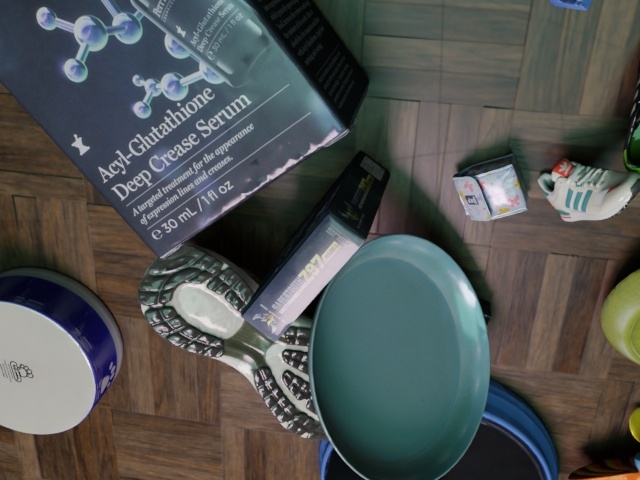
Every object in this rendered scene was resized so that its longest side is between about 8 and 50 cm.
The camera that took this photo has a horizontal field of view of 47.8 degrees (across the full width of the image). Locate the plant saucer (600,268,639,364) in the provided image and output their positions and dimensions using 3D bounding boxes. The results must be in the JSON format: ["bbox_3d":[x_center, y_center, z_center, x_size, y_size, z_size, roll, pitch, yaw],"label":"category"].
[{"bbox_3d":[0.503,0.111,0.963,0.241,0.037,0.240,6,135,6],"label":"plant saucer"}]

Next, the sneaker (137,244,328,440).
[{"bbox_3d":[-0.076,0.128,1.049,0.410,0.182,0.158,42,95,-20],"label":"sneaker"}]

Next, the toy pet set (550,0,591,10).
[{"bbox_3d":[0.309,-0.319,0.815,0.122,0.065,0.114,29,83,-8],"label":"toy pet set"}]

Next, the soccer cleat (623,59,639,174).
[{"bbox_3d":[0.391,-0.163,0.837,0.060,0.072,0.178,13,99,25],"label":"soccer cleat"}]

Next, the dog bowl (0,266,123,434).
[{"bbox_3d":[-0.466,0.182,1.173,0.265,0.104,0.264,4,118,8],"label":"dog bowl"}]

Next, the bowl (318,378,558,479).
[{"bbox_3d":[0.186,0.386,1.176,0.392,0.077,0.390,4,118,8],"label":"bowl"}]

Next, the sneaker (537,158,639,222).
[{"bbox_3d":[0.322,-0.067,0.886,0.075,0.161,0.057,43,80,-6],"label":"sneaker"}]

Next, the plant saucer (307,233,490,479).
[{"bbox_3d":[0.101,0.150,0.924,0.044,0.317,0.317,-9,120,51],"label":"plant saucer"}]

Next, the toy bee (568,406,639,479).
[{"bbox_3d":[0.534,0.354,1.062,0.298,0.162,0.195,8,100,38],"label":"toy bee"}]

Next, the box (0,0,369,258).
[{"bbox_3d":[-0.180,-0.234,0.848,0.294,0.212,0.395,-32,106,24],"label":"box"}]

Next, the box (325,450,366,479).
[{"bbox_3d":[0.088,0.419,1.114,0.156,0.093,0.158,3,118,9],"label":"box"}]

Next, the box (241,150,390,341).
[{"bbox_3d":[0.000,0.000,0.921,0.059,0.232,0.183,37,117,-4],"label":"box"}]

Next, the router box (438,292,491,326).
[{"bbox_3d":[0.141,0.117,1.062,0.179,0.046,0.133,25,117,-3],"label":"router box"}]

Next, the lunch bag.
[{"bbox_3d":[0.224,-0.066,0.952,0.083,0.053,0.071,-14,113,26],"label":"lunch bag"}]
